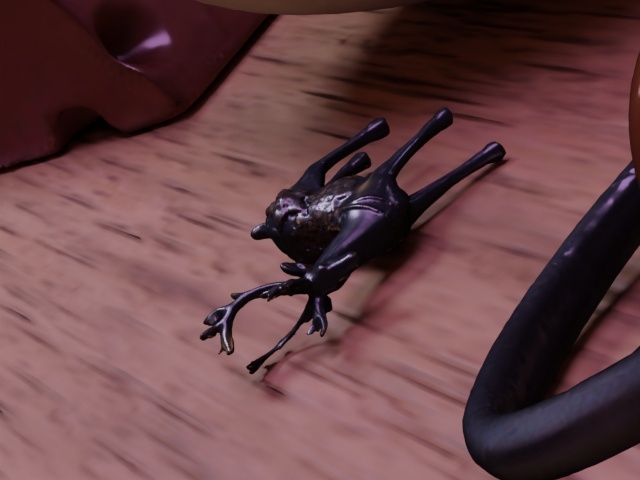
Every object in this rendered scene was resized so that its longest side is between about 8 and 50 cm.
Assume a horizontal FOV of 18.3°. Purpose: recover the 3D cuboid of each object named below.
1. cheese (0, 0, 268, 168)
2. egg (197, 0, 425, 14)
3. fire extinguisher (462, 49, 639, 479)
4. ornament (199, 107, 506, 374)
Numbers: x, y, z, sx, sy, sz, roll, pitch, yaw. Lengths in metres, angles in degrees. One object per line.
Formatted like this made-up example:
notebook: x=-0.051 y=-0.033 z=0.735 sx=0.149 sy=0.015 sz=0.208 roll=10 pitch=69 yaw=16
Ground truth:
cheese: x=-0.155 y=-0.136 z=0.917 sx=0.203 sy=0.177 sz=0.128 roll=-12 pitch=29 yaw=38
egg: x=0.039 y=-0.235 z=0.759 sx=0.345 sy=0.283 sz=0.283 roll=-37 pitch=23 yaw=-3
fire extinguisher: x=0.151 y=-0.049 z=0.502 sx=0.376 sy=0.113 sz=0.200 roll=-52 pitch=-12 yaw=-43
ornament: x=0.000 y=0.000 z=0.644 sx=0.073 sy=0.028 sz=0.125 roll=-5 pitch=32 yaw=45
